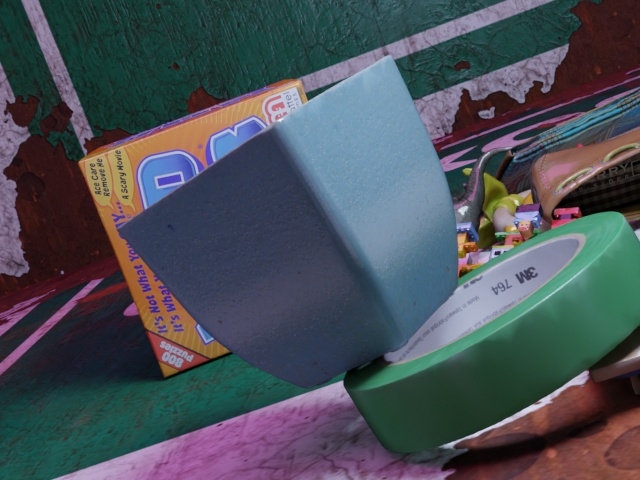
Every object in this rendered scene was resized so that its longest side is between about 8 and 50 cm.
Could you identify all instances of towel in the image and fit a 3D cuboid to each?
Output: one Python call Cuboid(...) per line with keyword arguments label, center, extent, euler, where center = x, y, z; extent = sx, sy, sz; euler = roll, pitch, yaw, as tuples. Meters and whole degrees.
Cuboid(label="towel", center=(0.452, -0.158, 1.978), extent=(0.370, 0.040, 0.271), euler=(-25, -18, -13))

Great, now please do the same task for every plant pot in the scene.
Cuboid(label="plant pot", center=(0.000, 0.000, 1.199), extent=(0.248, 0.252, 0.247), euler=(-29, 7, 37))

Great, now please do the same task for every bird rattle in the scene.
Cuboid(label="bird rattle", center=(0.346, -0.045, 1.754), extent=(0.254, 0.143, 0.207), euler=(-7, 21, 1))

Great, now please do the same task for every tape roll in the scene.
Cuboid(label="tape roll", center=(0.177, 0.087, 1.149), extent=(0.321, 0.077, 0.321), euler=(-33, 4, 3))

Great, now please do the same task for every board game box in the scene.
Cuboid(label="board game box", center=(-0.151, -0.038, 1.914), extent=(0.357, 0.356, 0.356), euler=(-21, 10, -3))

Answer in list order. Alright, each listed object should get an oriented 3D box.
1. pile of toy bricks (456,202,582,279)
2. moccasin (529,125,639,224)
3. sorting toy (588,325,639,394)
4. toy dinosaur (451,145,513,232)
Cuboid(label="pile of toy bricks", center=(0.248, 0.032, 1.489), extent=(0.212, 0.118, 0.105), euler=(-5, 48, 29))
Cuboid(label="moccasin", center=(0.478, -0.101, 1.575), extent=(0.380, 0.139, 0.147), euler=(-10, 28, 1))
Cuboid(label="sorting toy", center=(0.312, 0.098, 1.079), extent=(0.132, 0.046, 0.274), euler=(-19, 10, 10))
Cuboid(label="toy dinosaur", center=(0.175, -0.002, 1.664), extent=(0.313, 0.121, 0.160), euler=(-37, 6, 17))
